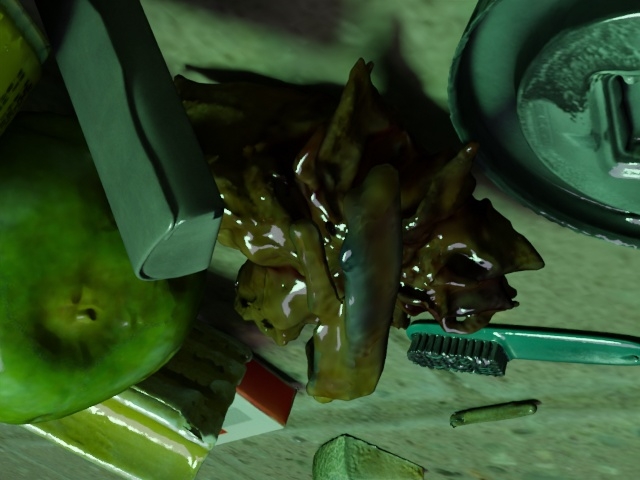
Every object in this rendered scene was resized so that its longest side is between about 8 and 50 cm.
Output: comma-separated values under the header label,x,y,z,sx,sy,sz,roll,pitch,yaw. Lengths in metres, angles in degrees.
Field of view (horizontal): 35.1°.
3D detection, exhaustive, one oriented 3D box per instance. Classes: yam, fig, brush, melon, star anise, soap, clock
label,x,y,z,sx,sy,sz,roll,pitch,yaw
yam,0.151,0.153,0.891,0.014,0.014,0.107,33,149,-22
fig,-0.208,0.000,0.682,0.275,0.206,0.206,27,166,49
brush,0.150,0.087,0.757,0.193,0.032,0.043,3,147,32
melon,0.031,0.267,1.150,0.098,0.054,0.182,14,156,-23
star anise,0.007,-0.009,0.532,0.237,0.148,0.346,36,177,-7
soap,-0.201,0.085,0.817,0.274,0.173,0.089,28,108,-3
clock,0.168,-0.066,0.467,0.214,0.042,0.215,16,151,9

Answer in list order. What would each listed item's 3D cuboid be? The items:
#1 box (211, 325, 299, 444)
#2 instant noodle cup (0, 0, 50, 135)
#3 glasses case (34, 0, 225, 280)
label,x,y,z,sx,sy,sz,roll,pitch,yaw
box,-0.145,0.161,1.017,0.229,0.050,0.123,-22,128,39
instant noodle cup,-0.295,-0.073,0.443,0.325,0.254,0.325,40,170,8
glasses case,-0.097,-0.075,0.491,0.042,0.191,0.072,-13,156,-26
